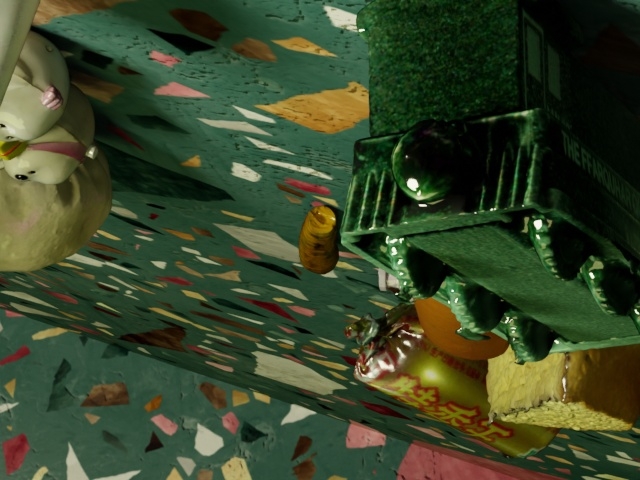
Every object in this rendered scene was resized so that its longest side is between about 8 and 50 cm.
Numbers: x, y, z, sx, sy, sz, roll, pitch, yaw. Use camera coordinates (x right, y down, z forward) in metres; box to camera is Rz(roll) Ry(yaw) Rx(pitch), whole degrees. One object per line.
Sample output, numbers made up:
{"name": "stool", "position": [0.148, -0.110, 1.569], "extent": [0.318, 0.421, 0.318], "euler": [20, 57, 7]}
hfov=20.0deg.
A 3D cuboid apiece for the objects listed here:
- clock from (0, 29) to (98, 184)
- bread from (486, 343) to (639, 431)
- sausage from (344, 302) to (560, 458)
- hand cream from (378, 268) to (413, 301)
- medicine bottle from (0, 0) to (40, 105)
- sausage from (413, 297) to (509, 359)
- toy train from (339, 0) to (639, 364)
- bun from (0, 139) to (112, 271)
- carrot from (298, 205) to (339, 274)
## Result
{"name": "clock", "position": [-0.257, -0.114, 1.486], "extent": [0.144, 0.103, 0.231], "euler": [25, 169, 13]}
{"name": "bread", "position": [0.245, 0.112, 1.691], "extent": [0.134, 0.129, 0.260], "euler": [9, 168, -8]}
{"name": "sausage", "position": [0.147, 0.142, 2.013], "extent": [0.125, 0.117, 0.317], "euler": [-33, 137, 31]}
{"name": "hand cream", "position": [0.126, 0.035, 1.744], "extent": [0.142, 0.053, 0.084], "euler": [1, 166, 8]}
{"name": "medicine bottle", "position": [-0.330, -0.172, 1.170], "extent": [0.293, 0.170, 0.170], "euler": [21, 168, -9]}
{"name": "sausage", "position": [0.128, 0.043, 1.613], "extent": [0.098, 0.098, 0.238], "euler": [16, 162, 12]}
{"name": "toy train", "position": [0.131, -0.033, 1.088], "extent": [0.138, 0.178, 0.330], "euler": [-10, 160, 26]}
{"name": "bun", "position": [-0.291, -0.068, 1.659], "extent": [0.193, 0.178, 0.128], "euler": [37, 136, 27]}
{"name": "carrot", "position": [0.000, 0.000, 1.772], "extent": [0.042, 0.042, 0.170], "euler": [18, 166, 3]}
